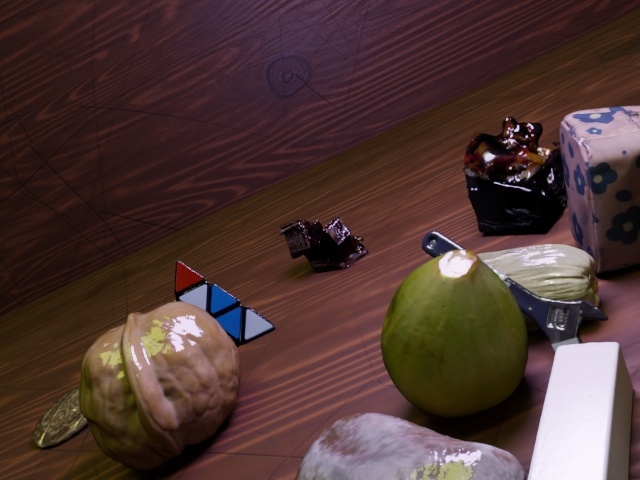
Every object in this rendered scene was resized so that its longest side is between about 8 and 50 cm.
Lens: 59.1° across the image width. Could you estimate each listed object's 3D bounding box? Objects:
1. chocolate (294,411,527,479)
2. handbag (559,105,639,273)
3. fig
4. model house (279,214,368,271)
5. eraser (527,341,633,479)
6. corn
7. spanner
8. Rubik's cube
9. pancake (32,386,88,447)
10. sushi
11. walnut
[{"bbox_3d":[0.078,0.290,0.668,0.303,0.100,0.185,-5,38,53],"label":"chocolate"},{"bbox_3d":[0.511,-0.091,0.920,0.193,0.252,0.190,-13,28,12],"label":"handbag"},{"bbox_3d":[0.183,0.124,0.804,0.207,0.230,0.207,-17,7,2],"label":"fig"},{"bbox_3d":[0.008,-0.006,1.489,0.203,0.164,0.141,-11,30,34],"label":"model house"},{"bbox_3d":[0.284,0.236,0.613,0.076,0.078,0.298,-13,23,37],"label":"eraser"},{"bbox_3d":[0.291,0.084,0.929,0.305,0.123,0.122,-15,24,34],"label":"corn"},{"bbox_3d":[0.282,0.066,0.862,0.315,0.024,0.087,37,107,36],"label":"spanner"},{"bbox_3d":[-0.313,0.164,1.367,0.250,0.234,0.284,-35,21,-20],"label":"Rubik's cube"},{"bbox_3d":[-0.602,0.413,1.413,0.249,0.031,0.250,-25,19,9],"label":"pancake"},{"bbox_3d":[0.418,-0.157,1.251,0.215,0.213,0.227,-2,32,50],"label":"sushi"},{"bbox_3d":[-0.298,0.259,1.059,0.296,0.285,0.285,-23,18,-8],"label":"walnut"}]
